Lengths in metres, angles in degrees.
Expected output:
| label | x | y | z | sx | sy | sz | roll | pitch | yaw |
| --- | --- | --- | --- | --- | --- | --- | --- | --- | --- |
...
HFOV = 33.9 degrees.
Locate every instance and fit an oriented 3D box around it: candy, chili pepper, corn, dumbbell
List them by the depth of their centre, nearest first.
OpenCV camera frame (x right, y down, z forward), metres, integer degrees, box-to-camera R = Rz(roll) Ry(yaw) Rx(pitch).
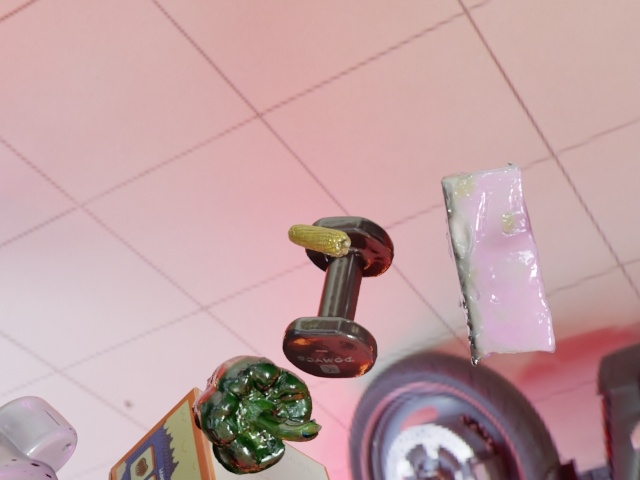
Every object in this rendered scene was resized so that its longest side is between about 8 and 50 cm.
| label | x | y | z | sx | sy | sz | roll | pitch | yaw |
| --- | --- | --- | --- | --- | --- | --- | --- | --- | --- |
| corn | 0.000 | 0.000 | 1.085 | 0.083 | 0.028 | 0.027 | 12 | -173 | 43 |
| candy | 0.235 | 0.031 | 1.432 | 0.116 | 0.265 | 0.155 | -12 | 178 | 7 |
| dumbbell | 0.028 | 0.082 | 1.543 | 0.141 | 0.225 | 0.124 | -2 | 142 | 20 |
| chili pepper | -0.095 | 0.256 | 1.585 | 0.165 | 0.174 | 0.261 | 54 | 159 | -9 |

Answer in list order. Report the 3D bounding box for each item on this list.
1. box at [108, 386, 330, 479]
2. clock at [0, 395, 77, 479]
| label | x | y | z | sx | sy | sz | roll | pitch | yaw |
| --- | --- | --- | --- | --- | --- | --- | --- | --- | --- |
| box | -0.157 | 0.505 | 1.832 | 0.257 | 0.318 | 0.349 | -45 | 122 | 12 |
| clock | -0.395 | 0.287 | 0.997 | 0.322 | 0.113 | 0.295 | -17 | 138 | -53 |
